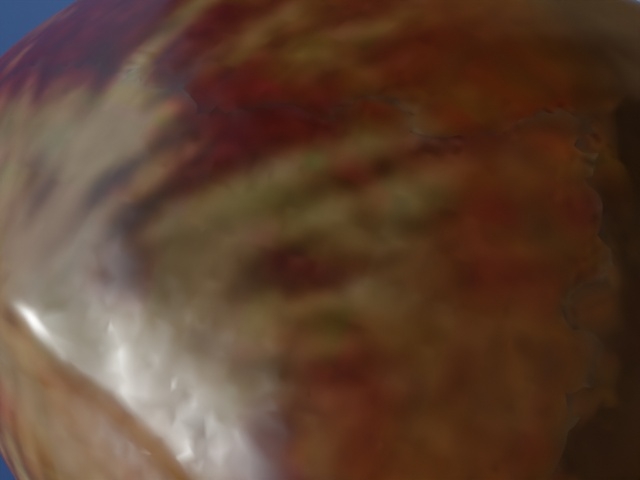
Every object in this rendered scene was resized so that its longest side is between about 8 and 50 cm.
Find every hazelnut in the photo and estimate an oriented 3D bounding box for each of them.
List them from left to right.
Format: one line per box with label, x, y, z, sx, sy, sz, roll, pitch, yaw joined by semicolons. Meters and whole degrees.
hazelnut;0.036;0.027;0.838;0.402;0.402;0.429;21;-158;-48
